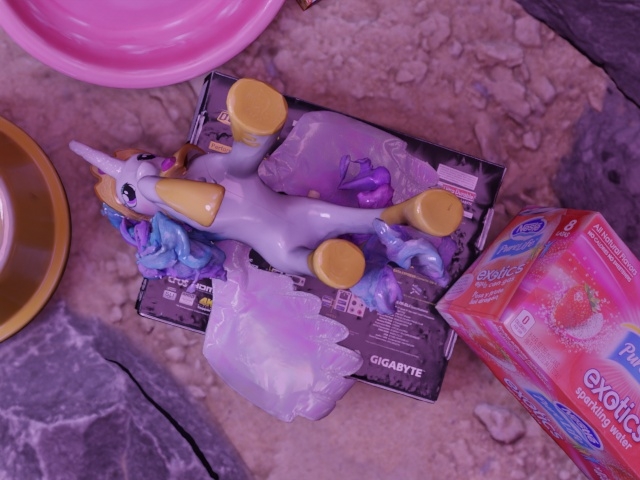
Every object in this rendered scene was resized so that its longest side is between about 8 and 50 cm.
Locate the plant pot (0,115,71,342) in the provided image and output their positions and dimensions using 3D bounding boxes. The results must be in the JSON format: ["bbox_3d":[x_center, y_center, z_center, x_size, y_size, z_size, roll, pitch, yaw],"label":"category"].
[{"bbox_3d":[-0.361,-0.013,1.383,0.254,0.239,0.254,0,88,-8],"label":"plant pot"}]

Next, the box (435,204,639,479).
[{"bbox_3d":[0.282,0.121,1.492,0.154,0.142,0.300,-47,110,-14],"label":"box"}]

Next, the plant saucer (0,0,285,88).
[{"bbox_3d":[-0.178,-0.314,1.442,0.332,0.084,0.332,-7,119,-13],"label":"plant saucer"}]

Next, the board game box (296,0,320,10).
[{"bbox_3d":[-0.006,-0.359,1.543,0.146,0.045,0.193,-32,94,-8],"label":"board game box"}]

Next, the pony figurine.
[{"bbox_3d":[-0.032,-0.014,1.338,0.351,0.363,0.303,28,77,-23],"label":"pony figurine"}]

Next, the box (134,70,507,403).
[{"bbox_3d":[0.000,0.000,1.521,0.322,0.079,0.257,17,84,-8],"label":"box"}]
